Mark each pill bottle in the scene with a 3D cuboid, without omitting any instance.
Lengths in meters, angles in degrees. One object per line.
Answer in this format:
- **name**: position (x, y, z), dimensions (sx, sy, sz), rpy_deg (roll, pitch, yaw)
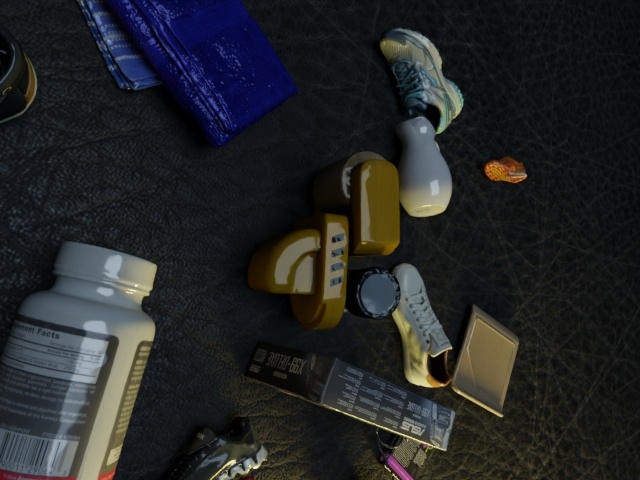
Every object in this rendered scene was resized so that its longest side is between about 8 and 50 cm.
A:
- **pill bottle**: position (-0.329, 0.169, 0.655), dimensions (0.176, 0.176, 0.318), rpy_deg (21, 75, -33)

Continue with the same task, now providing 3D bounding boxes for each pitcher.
- **pitcher**: position (0.249, -0.161, 1.144), dimensions (0.178, 0.126, 0.206), rpy_deg (14, 67, -50)

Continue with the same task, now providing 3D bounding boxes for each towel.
- **towel**: position (-0.183, -0.335, 0.814), dimensions (0.227, 0.076, 0.308), rpy_deg (-46, 112, -32)
- **towel**: position (-0.290, -0.435, 0.807), dimensions (0.243, 0.040, 0.335), rpy_deg (-32, 105, -34)

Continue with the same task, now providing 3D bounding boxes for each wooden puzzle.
- **wooden puzzle**: position (0.434, 0.317, 1.290), dimensions (0.221, 0.044, 0.238), rpy_deg (34, 64, -29)

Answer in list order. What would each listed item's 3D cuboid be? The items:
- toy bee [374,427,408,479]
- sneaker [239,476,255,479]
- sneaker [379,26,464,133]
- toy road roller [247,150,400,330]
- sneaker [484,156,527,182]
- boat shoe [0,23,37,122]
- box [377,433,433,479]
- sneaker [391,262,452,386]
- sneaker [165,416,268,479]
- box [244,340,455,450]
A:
- **toy bee**: position (0.125, 0.544, 0.968), dimensions (0.196, 0.162, 0.298), rpy_deg (-16, 90, -3)
- **sneaker**: position (-0.203, 0.495, 0.792), dimensions (0.279, 0.107, 0.118), rpy_deg (-26, 88, -40)
- **sneaker**: position (0.232, -0.368, 1.143), dimensions (0.283, 0.110, 0.122), rpy_deg (40, 69, -27)
- **toy road roller**: position (0.000, 0.000, 0.899), dimensions (0.241, 0.203, 0.329), rpy_deg (5, 85, -25)
- **sneaker**: position (0.515, -0.206, 1.377), dimensions (0.175, 0.064, 0.067), rpy_deg (5, 64, -41)
- **boat shoe**: position (-0.566, -0.145, 0.518), dimensions (0.500, 0.156, 0.186), rpy_deg (-31, 107, -32)
- **box**: position (0.208, 0.472, 1.119), dimensions (0.162, 0.029, 0.116), rpy_deg (-50, 115, -26)
- **sneaker**: position (0.241, 0.190, 1.105), dimensions (0.106, 0.123, 0.289), rpy_deg (-16, 95, -34)
- **sneaker**: position (-0.199, 0.367, 0.803), dimensions (0.234, 0.078, 0.106), rpy_deg (-19, 95, -39)
- **box**: position (0.053, 0.280, 0.887), dimensions (0.308, 0.243, 0.076), rpy_deg (32, 69, -31)
